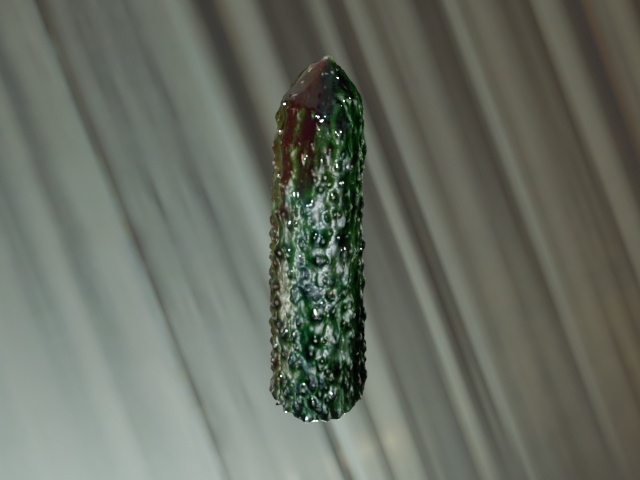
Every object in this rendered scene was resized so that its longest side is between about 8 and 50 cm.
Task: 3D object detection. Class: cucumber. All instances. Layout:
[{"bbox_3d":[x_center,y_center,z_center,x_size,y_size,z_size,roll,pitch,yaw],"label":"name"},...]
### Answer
[{"bbox_3d":[0.000,0.000,1.701,0.096,0.359,0.096,1,-146,0],"label":"cucumber"}]
